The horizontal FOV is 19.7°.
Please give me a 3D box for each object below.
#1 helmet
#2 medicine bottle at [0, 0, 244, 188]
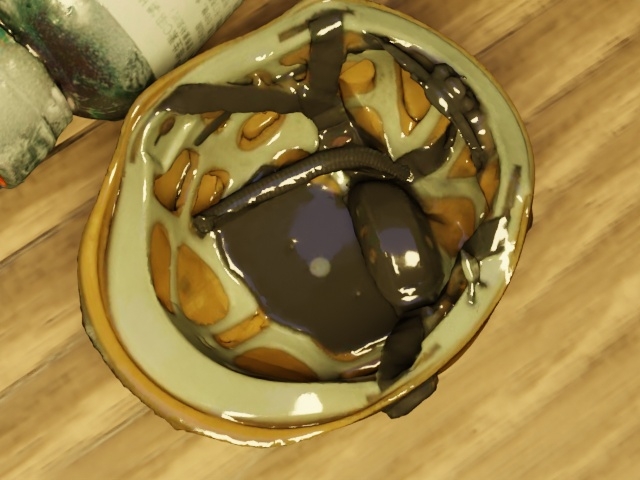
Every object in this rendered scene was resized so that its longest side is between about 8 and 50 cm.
[{"bbox_3d":[0.000,0.000,0.891,0.224,0.130,0.198,-44,73,-2],"label":"helmet"},{"bbox_3d":[-0.097,-0.163,0.936,0.141,0.141,0.293,38,76,11],"label":"medicine bottle"}]
